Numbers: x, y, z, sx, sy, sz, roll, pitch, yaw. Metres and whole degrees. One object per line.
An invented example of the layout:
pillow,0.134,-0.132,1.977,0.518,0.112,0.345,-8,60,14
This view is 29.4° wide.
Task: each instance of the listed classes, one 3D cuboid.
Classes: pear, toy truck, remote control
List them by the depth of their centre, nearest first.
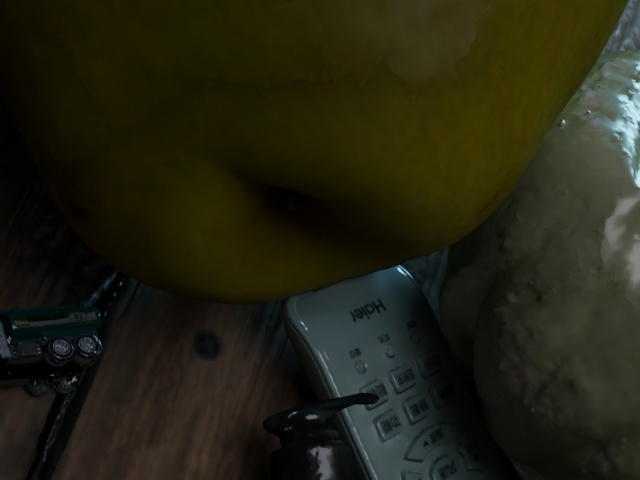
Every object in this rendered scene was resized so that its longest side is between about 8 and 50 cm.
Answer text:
pear,-0.009,-0.181,0.627,0.362,0.362,0.418,18,59,-27
toy truck,-0.154,0.055,0.633,0.083,0.039,0.044,-2,55,-36
remote control,0.067,0.155,0.728,0.103,0.051,0.293,-22,84,-44

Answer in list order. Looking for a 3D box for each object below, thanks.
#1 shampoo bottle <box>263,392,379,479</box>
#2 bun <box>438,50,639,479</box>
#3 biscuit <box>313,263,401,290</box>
shampoo bottle,0.004,0.222,0.625,0.101,0.101,0.284,8,66,-31
bun,0.225,0.061,0.768,0.365,0.219,0.365,26,41,-26
biscuit,0.000,0.000,0.744,0.083,0.018,0.081,-17,39,-38
